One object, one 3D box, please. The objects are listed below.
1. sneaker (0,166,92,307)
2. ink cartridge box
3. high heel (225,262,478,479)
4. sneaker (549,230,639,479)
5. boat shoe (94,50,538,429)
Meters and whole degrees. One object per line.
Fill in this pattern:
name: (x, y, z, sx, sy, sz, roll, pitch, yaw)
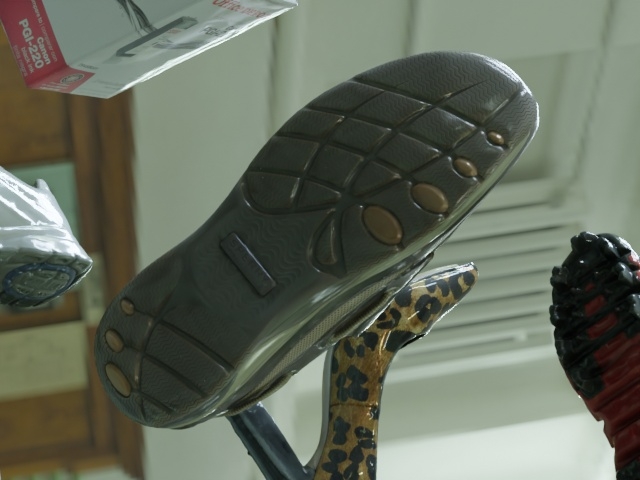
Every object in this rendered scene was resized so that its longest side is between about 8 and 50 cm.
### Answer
sneaker: (-0.346, -0.022, 1.637, 0.297, 0.111, 0.129, 21, 39, -54)
ink cartridge box: (-0.151, -0.211, 1.560, 0.092, 0.218, 0.158, 68, 19, 7)
high heel: (0.065, 0.147, 1.504, 0.186, 0.261, 0.093, 55, -11, 11)
sneaker: (0.271, 0.120, 1.405, 0.097, 0.135, 0.276, -37, -122, 30)
boat shoe: (0.000, 0.000, 1.234, 0.132, 0.355, 0.130, 55, 5, 19)
